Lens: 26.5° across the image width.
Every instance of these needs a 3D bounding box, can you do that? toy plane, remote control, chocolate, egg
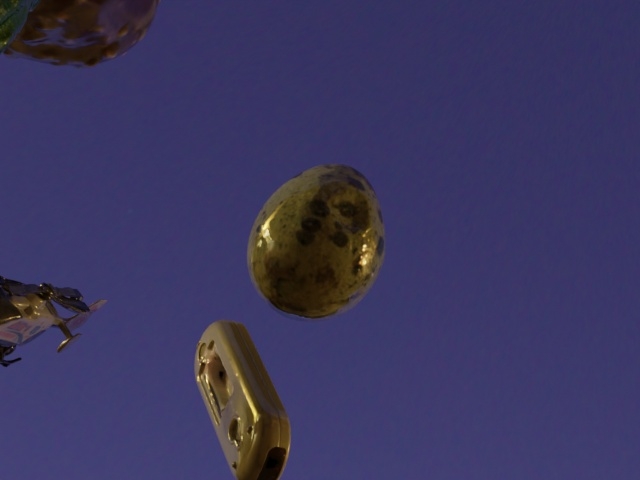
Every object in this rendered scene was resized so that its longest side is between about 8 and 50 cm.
[{"bbox_3d":[-0.258,0.069,1.211,0.078,0.197,0.053,-40,-108,8],"label":"toy plane"},{"bbox_3d":[-0.077,0.147,1.263,0.042,0.221,0.078,14,-68,-24],"label":"remote control"},{"bbox_3d":[-0.304,-0.294,1.368,0.340,0.225,0.210,18,-34,10],"label":"chocolate"},{"bbox_3d":[0.000,0.000,1.412,0.141,0.182,0.141,17,-32,11],"label":"egg"}]

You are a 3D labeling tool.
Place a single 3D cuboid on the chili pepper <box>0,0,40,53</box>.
[{"bbox_3d":[-0.232,-0.133,0.814,0.099,0.253,0.083,4,-61,21],"label":"chili pepper"}]
